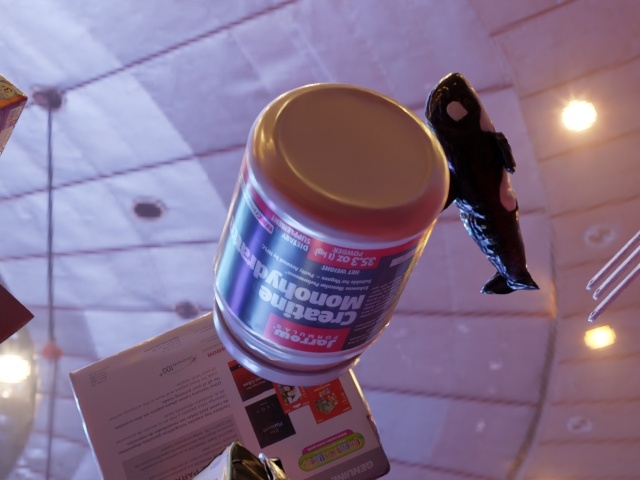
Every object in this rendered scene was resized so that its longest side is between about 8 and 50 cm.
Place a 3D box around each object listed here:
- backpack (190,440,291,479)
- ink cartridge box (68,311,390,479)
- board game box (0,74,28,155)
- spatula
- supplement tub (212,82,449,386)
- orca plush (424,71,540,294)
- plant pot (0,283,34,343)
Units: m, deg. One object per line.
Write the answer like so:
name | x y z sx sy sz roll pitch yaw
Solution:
backpack | -0.042 0.232 0.761 0.144 0.188 0.166 -40 -81 -4
ink cartridge box | -0.099 0.229 1.425 0.309 0.272 0.130 -23 -30 -3
board game box | -0.429 -0.090 1.141 0.144 0.275 0.142 38 -59 5
spatula | 0.407 -0.006 1.501 0.019 0.168 0.242 39 -69 -3
supplement tub | 0.000 0.000 1.194 0.191 0.191 0.272 5 -41 -13
orca plush | 0.170 -0.053 1.498 0.102 0.151 0.287 -23 -61 -15
plant pot | -0.372 0.072 1.230 0.109 0.096 0.109 48 -20 -22
